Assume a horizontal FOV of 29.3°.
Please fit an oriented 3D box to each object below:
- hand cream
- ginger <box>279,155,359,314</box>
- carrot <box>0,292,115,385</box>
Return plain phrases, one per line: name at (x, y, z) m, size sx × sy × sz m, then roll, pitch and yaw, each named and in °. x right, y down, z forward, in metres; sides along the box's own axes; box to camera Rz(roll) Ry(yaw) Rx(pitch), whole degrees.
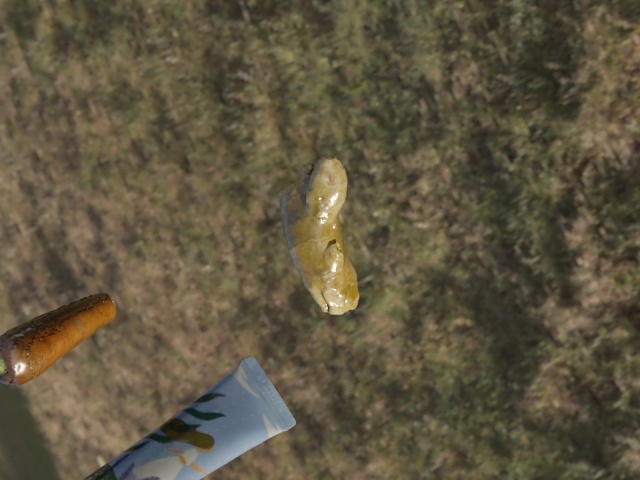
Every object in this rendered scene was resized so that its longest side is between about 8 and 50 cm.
hand cream at (-0.150, 0.219, 1.268) m, size 0.091 × 0.271 × 0.058 m, roll 55°, pitch 149°, yaw 8°
ginger at (-0.010, -0.007, 1.587) m, size 0.115 × 0.081 × 0.205 m, roll -1°, pitch 96°, yaw 25°
carrot at (-0.268, 0.095, 1.237) m, size 0.055 × 0.161 × 0.055 m, roll 13°, pitch 118°, yaw 26°
